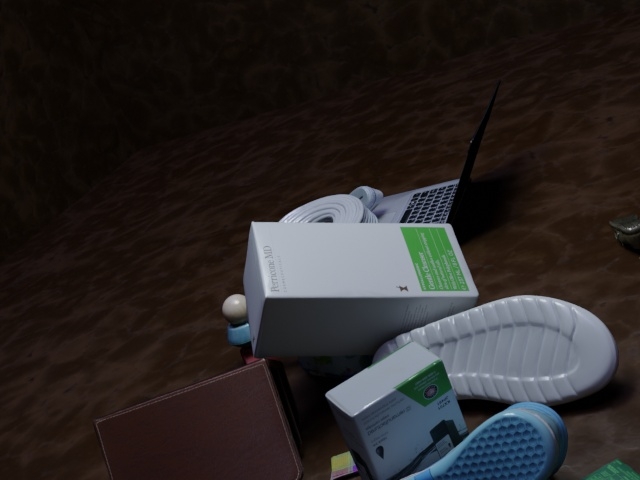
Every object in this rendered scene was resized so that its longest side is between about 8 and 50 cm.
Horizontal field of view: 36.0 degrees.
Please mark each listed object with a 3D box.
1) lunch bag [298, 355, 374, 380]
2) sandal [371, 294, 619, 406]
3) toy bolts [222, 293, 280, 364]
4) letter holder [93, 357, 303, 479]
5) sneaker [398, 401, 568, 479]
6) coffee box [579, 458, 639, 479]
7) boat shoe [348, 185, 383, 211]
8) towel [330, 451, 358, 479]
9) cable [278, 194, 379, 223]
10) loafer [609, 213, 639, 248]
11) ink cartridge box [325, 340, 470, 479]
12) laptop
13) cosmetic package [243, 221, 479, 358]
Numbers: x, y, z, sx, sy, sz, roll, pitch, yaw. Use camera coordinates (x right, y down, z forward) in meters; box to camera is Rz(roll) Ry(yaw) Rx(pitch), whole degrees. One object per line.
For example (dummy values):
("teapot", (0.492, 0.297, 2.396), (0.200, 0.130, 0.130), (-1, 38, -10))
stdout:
("lunch bag", (0.067, 0.169, 1.829), (0.176, 0.090, 0.219), (1, 31, 46))
("sandal", (0.271, 0.182, 1.555), (0.416, 0.170, 0.102), (-9, -16, 34))
("toy bolts", (-0.093, 0.139, 1.975), (0.228, 0.159, 0.218), (-28, 21, -14))
("letter holder", (-0.182, 0.345, 1.616), (0.301, 0.215, 0.152), (-21, -11, 4))
("sneaker", (0.200, 0.327, 1.296), (0.319, 0.127, 0.208), (-39, -17, 22))
("coffee box", (0.323, 0.345, 1.197), (0.184, 0.040, 0.113), (-27, 20, -11))
("boat shoe", (0.063, -0.056, 2.406), (0.226, 0.083, 0.075), (-29, -20, 37))
("towel", (0.054, 0.344, 1.527), (0.083, 0.009, 0.060), (-19, 20, 8))
("cable", (0.000, 0.000, 2.124), (0.257, 0.089, 0.257), (-37, 29, -5))
("loafer", (0.571, -0.015, 1.820), (0.056, 0.050, 0.148), (-15, 6, 13))
("ink cartridge box", (0.120, 0.270, 1.360), (0.153, 0.209, 0.087), (-30, 25, -17))
("laptop", (0.224, -0.145, 2.238), (0.407, 0.236, 0.382), (-13, 22, 25))
("cosmetic package", (0.060, 0.084, 1.692), (0.365, 0.155, 0.197), (0, 42, -15))
